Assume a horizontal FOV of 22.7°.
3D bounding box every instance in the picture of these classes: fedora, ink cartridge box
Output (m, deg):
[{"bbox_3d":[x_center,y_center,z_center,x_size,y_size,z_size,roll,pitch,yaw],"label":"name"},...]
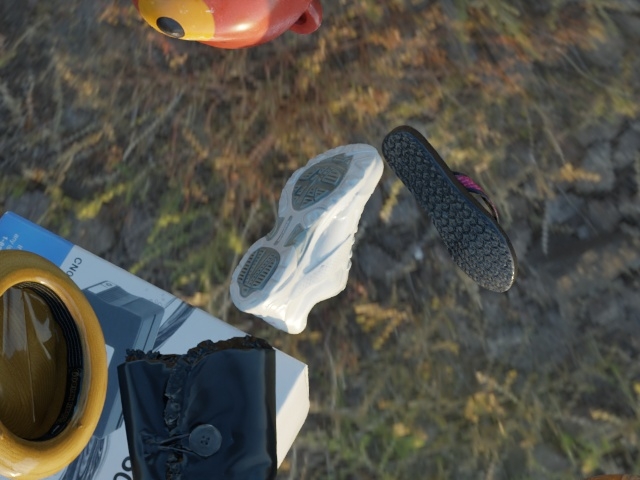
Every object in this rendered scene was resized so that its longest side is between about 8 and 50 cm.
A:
[{"bbox_3d":[-0.265,0.106,1.346,0.079,0.194,0.194,-9,112,35],"label":"fedora"},{"bbox_3d":[-0.245,0.190,1.787,0.395,0.166,0.285,26,72,9],"label":"ink cartridge box"}]

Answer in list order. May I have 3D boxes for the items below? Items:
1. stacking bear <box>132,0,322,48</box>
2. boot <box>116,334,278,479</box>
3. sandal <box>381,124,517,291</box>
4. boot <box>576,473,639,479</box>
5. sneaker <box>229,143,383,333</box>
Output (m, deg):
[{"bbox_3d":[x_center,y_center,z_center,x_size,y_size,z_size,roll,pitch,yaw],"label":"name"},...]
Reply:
[{"bbox_3d":[-0.066,-0.219,0.845,0.175,0.164,0.289,14,145,18],"label":"stacking bear"},{"bbox_3d":[-0.041,0.178,1.261,0.246,0.094,0.207,-2,79,6],"label":"boot"},{"bbox_3d":[0.126,-0.034,1.448,0.179,0.040,0.067,54,138,1],"label":"sandal"},{"bbox_3d":[0.141,0.205,0.961,0.152,0.197,0.073,-6,105,31],"label":"boot"},{"bbox_3d":[0.000,0.000,1.756,0.232,0.090,0.115,-53,132,-6],"label":"sneaker"}]
